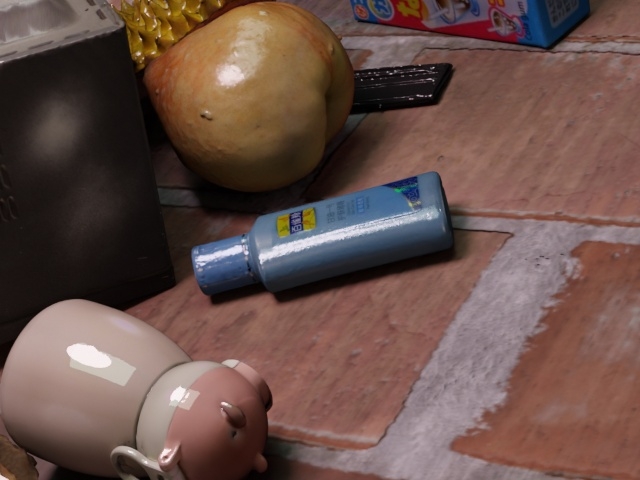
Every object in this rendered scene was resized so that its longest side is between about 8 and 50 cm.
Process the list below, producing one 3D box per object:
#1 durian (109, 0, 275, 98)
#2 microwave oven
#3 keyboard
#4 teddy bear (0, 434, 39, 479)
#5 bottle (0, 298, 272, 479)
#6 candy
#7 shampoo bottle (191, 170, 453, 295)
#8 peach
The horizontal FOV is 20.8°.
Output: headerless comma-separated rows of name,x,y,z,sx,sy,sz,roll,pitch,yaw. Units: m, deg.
durian,-0.188,-0.246,2.011,0.191,0.112,0.341,-21,-5,-39
microwave oven,-0.351,-0.151,1.837,0.236,0.374,0.432,-18,34,-16
keyboard,0.025,-0.172,2.011,0.250,0.017,0.087,-2,35,24
teddy bear,-0.341,0.250,1.472,0.246,0.222,0.296,-29,77,-26
bottle,-0.148,0.146,1.515,0.236,0.147,0.147,15,45,32
candy,0.157,-0.330,2.047,0.306,0.157,0.100,17,47,42
shampoo bottle,0.000,0.000,1.724,0.258,0.061,0.104,-15,31,8
peach,-0.085,-0.160,1.870,0.232,0.232,0.232,-14,33,9
